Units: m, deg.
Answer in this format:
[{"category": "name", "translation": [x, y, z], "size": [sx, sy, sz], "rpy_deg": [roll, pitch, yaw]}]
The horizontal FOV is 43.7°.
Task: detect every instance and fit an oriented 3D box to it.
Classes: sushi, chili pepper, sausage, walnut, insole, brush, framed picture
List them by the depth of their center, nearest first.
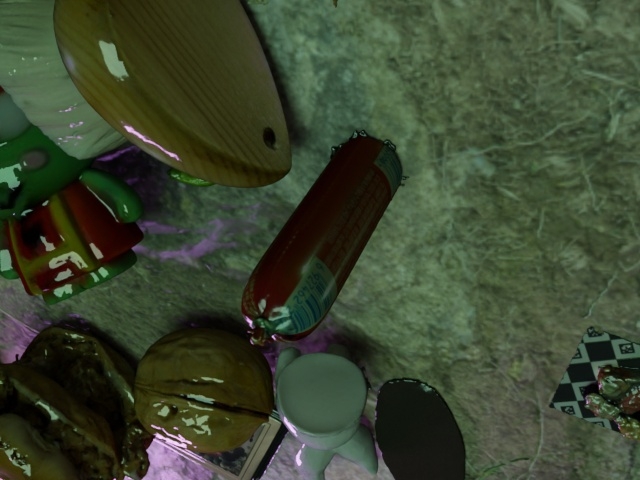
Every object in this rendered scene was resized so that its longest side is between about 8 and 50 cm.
[{"category": "sausage", "translation": [0.000, 0.000, 0.686], "size": [0.083, 0.264, 0.083], "rpy_deg": [13, 129, 17]}, {"category": "brush", "translation": [-0.151, -0.137, 0.719], "size": [0.166, 0.174, 0.266], "rpy_deg": [-11, 130, 38]}, {"category": "sushi", "translation": [0.312, 0.161, 0.826], "size": [0.120, 0.026, 0.126], "rpy_deg": [19, 128, 9]}, {"category": "chili pepper", "translation": [-0.125, -0.071, 0.840], "size": [0.083, 0.017, 0.030], "rpy_deg": [-1, 121, 23]}, {"category": "walnut", "translation": [-0.137, 0.175, 0.941], "size": [0.180, 0.144, 0.144], "rpy_deg": [12, 127, 24]}, {"category": "insole", "translation": [0.139, 0.297, 1.002], "size": [0.111, 0.007, 0.328], "rpy_deg": [-5, 121, 26]}, {"category": "framed picture", "translation": [-0.152, 0.250, 1.079], "size": [0.199, 0.010, 0.195], "rpy_deg": [27, 128, 2]}]

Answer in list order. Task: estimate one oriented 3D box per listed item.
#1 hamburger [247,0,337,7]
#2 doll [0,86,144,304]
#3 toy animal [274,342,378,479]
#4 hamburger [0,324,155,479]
[{"category": "hamburger", "translation": [0.014, -0.258, 0.576], "size": [0.283, 0.144, 0.156], "rpy_deg": [-1, 122, 24]}, {"category": "doll", "translation": [-0.314, -0.111, 0.795], "size": [0.182, 0.160, 0.363], "rpy_deg": [-23, 110, 24]}, {"category": "toy animal", "translation": [0.004, 0.207, 0.948], "size": [0.104, 0.131, 0.221], "rpy_deg": [-21, 149, -10]}, {"category": "hamburger", "translation": [-0.355, 0.237, 1.030], "size": [0.245, 0.211, 0.260], "rpy_deg": [6, 129, 28]}]
